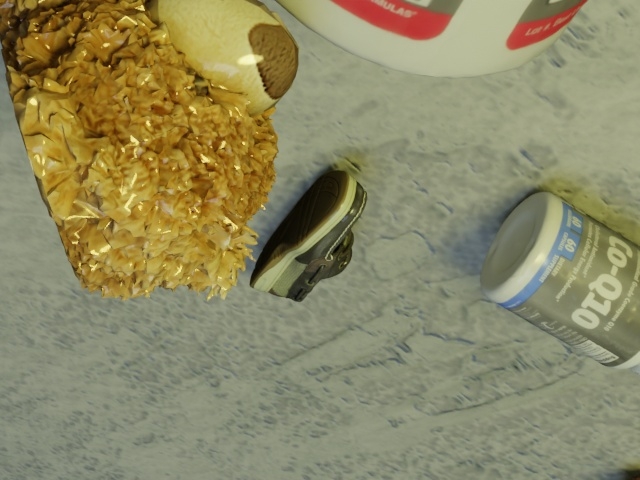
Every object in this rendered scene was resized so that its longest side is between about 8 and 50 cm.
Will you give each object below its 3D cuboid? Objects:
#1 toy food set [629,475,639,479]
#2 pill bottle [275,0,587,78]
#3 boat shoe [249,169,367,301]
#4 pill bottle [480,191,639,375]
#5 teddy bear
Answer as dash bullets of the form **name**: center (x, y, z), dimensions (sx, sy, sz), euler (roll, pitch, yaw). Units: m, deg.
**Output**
- **toy food set**: center (0.279, 0.237, 1.007), dimensions (0.128, 0.071, 0.218), euler (-2, 145, -11)
- **pill bottle**: center (0.085, -0.221, 0.446), dimensions (0.176, 0.176, 0.318), euler (24, 142, -5)
- **boat shoe**: center (0.000, 0.000, 0.852), dimensions (0.049, 0.056, 0.152), euler (25, 151, -14)
- **pill bottle**: center (0.178, 0.034, 0.789), dimensions (0.137, 0.078, 0.078), euler (29, 141, -12)
- **teddy bear**: center (-0.097, -0.138, 0.541), dimensions (0.113, 0.338, 0.245), euler (-20, 134, -7)
